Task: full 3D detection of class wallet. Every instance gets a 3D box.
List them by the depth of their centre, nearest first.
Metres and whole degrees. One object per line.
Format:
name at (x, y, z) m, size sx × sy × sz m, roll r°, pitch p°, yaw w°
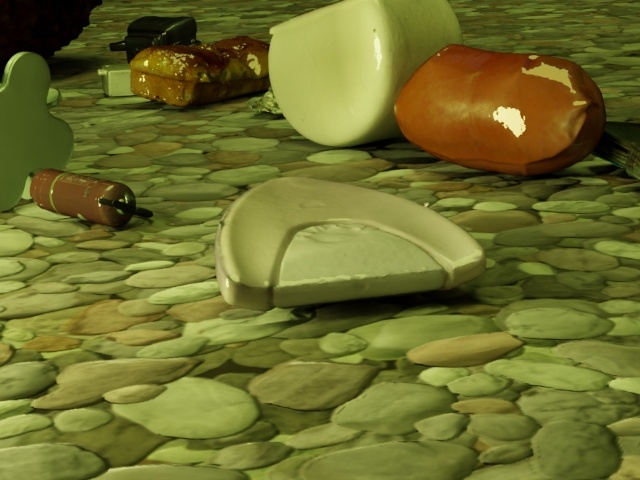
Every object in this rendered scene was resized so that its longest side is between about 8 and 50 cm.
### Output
wallet at (0.391, -0.072, 1.483) m, size 0.169 × 0.044 × 0.317 m, roll -2°, pitch 15°, yaw -13°

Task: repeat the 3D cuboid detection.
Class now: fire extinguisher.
fire extinguisher at (-0.216, -0.039, 1.461) m, size 0.078 × 0.045 × 0.157 m, roll 14°, pitch -2°, yaw -44°

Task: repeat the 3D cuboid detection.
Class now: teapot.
teapot at (-0.277, -0.323, 2.502) m, size 0.177 × 0.087 × 0.096 m, roll 8°, pitch 22°, yaw 36°

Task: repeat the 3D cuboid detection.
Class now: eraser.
eraser at (0.000, 0.001, 1.225) m, size 0.204 × 0.059 × 0.243 m, roll -6°, pitch 18°, yaw -13°

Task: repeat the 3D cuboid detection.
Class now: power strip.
power strip at (-0.251, -0.245, 2.271) m, size 0.175 × 0.042 × 0.075 m, roll -5°, pitch 14°, yaw -14°

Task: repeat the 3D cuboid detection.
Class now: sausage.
sausage at (0.188, -0.135, 1.594) m, size 0.133 × 0.133 × 0.258 m, roll -16°, pitch 21°, yaw -42°

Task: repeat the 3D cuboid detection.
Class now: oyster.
oyster at (-0.043, -0.191, 2.030) m, size 0.098 × 0.037 × 0.100 m, roll 1°, pitch 15°, yaw 16°

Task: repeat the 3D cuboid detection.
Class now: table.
table at (-0.385, -0.121, 1.574) m, size 0.198 × 0.166 × 0.166 m, roll 9°, pitch 18°, yaw 36°

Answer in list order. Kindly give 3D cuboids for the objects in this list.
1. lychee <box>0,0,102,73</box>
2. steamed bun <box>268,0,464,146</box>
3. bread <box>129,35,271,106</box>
lychee at (-0.563, -0.503, 2.553) m, size 0.425 × 0.424 × 0.500 m, roll -4°, pitch 45°, yaw -5°
steamed bun at (0.053, -0.197, 1.777) m, size 0.146 × 0.164 × 0.242 m, roll -12°, pitch 2°, yaw -36°
bread at (-0.150, -0.249, 2.192) m, size 0.139 × 0.077 × 0.271 m, roll 18°, pitch 21°, yaw 34°
